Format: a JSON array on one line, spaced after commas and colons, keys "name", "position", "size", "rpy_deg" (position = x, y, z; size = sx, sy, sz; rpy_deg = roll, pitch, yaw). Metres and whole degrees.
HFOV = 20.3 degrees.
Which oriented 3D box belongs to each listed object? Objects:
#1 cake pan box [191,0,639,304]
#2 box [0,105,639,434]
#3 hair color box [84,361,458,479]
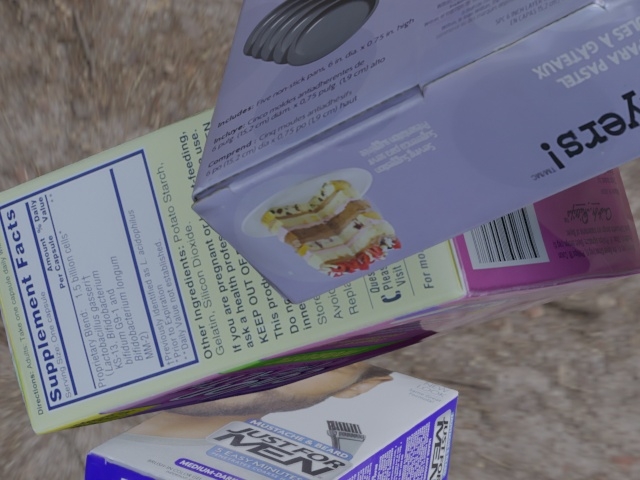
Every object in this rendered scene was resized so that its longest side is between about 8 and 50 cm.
[{"name": "cake pan box", "position": [0.090, -0.123, 0.630], "size": [0.267, 0.246, 0.070], "rpy_deg": [-25, 126, 27]}, {"name": "box", "position": [0.000, 0.000, 0.878], "size": [0.243, 0.213, 0.117], "rpy_deg": [-19, 82, 29]}, {"name": "hair color box", "position": [-0.035, 0.199, 1.554], "size": [0.185, 0.339, 0.110], "rpy_deg": [15, 108, 25]}]
